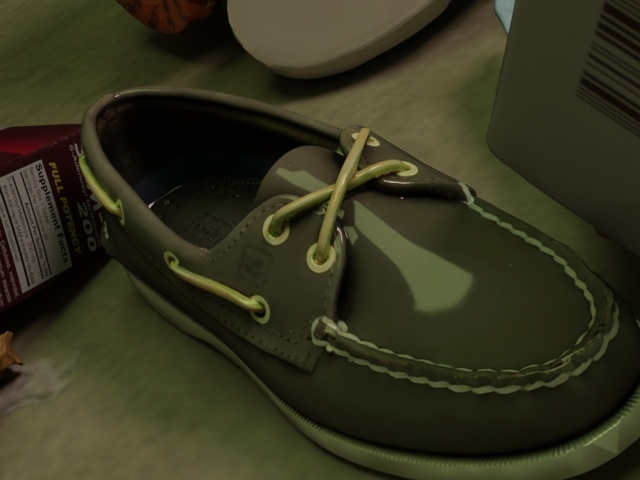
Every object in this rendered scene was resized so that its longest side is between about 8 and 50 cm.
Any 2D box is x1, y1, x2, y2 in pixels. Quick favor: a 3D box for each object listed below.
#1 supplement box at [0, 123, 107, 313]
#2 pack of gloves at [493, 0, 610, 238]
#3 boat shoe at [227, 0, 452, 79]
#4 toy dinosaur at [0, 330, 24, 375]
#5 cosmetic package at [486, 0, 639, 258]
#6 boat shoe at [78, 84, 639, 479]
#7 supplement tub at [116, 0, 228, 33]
[{"bbox_3d":[-0.226,0.014,0.560,0.130,0.073,0.239,2,23,35],"label":"supplement box"},{"bbox_3d":[0.188,-0.077,0.520,0.195,0.046,0.232,-10,37,2],"label":"pack of gloves"},{"bbox_3d":[0.099,-0.218,0.709,0.340,0.158,0.127,-43,74,10],"label":"boat shoe"},{"bbox_3d":[-0.180,0.102,0.477,0.112,0.064,0.211,-16,35,12],"label":"toy dinosaur"},{"bbox_3d":[0.259,-0.189,0.369,0.161,0.230,0.453,37,70,18],"label":"cosmetic package"},{"bbox_3d":[-0.003,0.003,0.471,0.109,0.091,0.305,-41,36,-22],"label":"boat shoe"},{"bbox_3d":[-0.019,-0.286,0.789,0.316,0.193,0.193,-38,35,-19],"label":"supplement tub"}]
